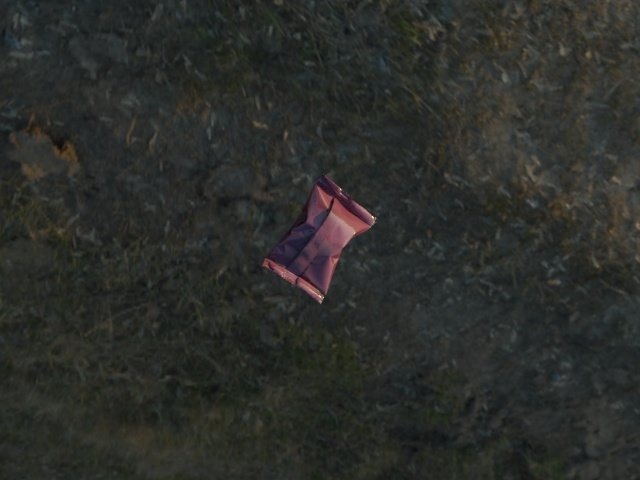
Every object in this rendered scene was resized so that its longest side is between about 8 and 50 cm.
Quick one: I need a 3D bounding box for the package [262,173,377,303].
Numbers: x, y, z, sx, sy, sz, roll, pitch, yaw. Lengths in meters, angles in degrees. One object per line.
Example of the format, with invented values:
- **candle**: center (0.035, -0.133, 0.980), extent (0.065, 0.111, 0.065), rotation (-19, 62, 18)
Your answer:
- **package**: center (0.000, 0.000, 0.644), extent (0.059, 0.029, 0.083), rotation (37, 82, -19)
